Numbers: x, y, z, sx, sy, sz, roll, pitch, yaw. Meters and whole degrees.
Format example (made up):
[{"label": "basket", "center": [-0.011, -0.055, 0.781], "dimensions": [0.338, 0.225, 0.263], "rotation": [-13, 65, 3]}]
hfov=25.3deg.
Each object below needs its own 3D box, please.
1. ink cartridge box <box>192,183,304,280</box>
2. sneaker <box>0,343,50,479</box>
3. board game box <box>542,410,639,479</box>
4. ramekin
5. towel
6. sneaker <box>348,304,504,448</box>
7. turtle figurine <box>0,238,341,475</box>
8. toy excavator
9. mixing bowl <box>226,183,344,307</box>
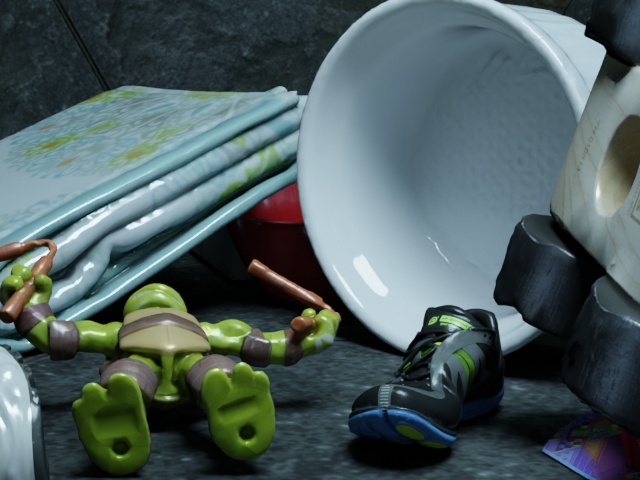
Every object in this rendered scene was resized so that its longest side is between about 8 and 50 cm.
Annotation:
[{"label": "ink cartridge box", "center": [-0.038, -0.059, 1.479], "dimensions": [0.171, 0.168, 0.232], "rotation": [0, 9, -18]}, {"label": "sneaker", "center": [-0.230, 0.083, 0.755], "dimensions": [0.108, 0.100, 0.271], "rotation": [-9, 13, -27]}, {"label": "board game box", "center": [0.209, 0.102, 0.821], "dimensions": [0.133, 0.033, 0.168], "rotation": [-17, 15, -16]}, {"label": "ramekin", "center": [0.126, -0.053, 1.099], "dimensions": [0.277, 0.277, 0.135], "rotation": [9, 13, 40]}, {"label": "towel", "center": [-0.216, -0.032, 1.229], "dimensions": [0.374, 0.090, 0.320], "rotation": [-31, 23, -32]}, {"label": "sneaker", "center": [0.068, 0.081, 0.886], "dimensions": [0.067, 0.078, 0.188], "rotation": [6, 10, 24]}, {"label": "turtle figurine", "center": [-0.110, 0.072, 0.879], "dimensions": [0.269, 0.087, 0.217], "rotation": [9, 15, -12]}, {"label": "toy excavator", "center": [0.364, 0.030, 0.737], "dimensions": [0.445, 0.222, 0.433], "rotation": [14, 14, -11]}, {"label": "mixing bowl", "center": [0.000, 0.000, 1.287], "dimensions": [0.181, 0.098, 0.181], "rotation": [-4, 19, 1]}]
